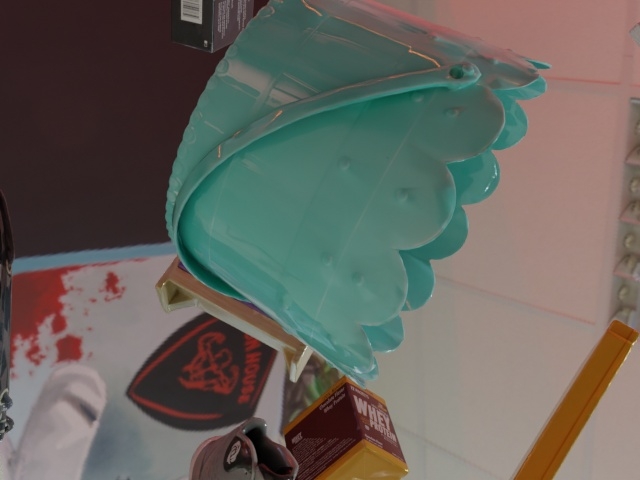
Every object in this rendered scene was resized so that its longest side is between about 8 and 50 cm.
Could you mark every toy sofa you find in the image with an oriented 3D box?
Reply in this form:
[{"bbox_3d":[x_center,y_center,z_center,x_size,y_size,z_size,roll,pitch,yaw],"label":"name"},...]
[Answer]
[{"bbox_3d":[-0.160,0.137,1.639,0.363,0.177,0.150,27,-25,10],"label":"toy sofa"}]

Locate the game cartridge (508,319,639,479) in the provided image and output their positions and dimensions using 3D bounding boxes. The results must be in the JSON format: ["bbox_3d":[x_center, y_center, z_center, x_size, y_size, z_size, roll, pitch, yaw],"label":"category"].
[{"bbox_3d":[0.341,0.281,1.084,0.053,0.285,0.323,33,-18,19],"label":"game cartridge"}]

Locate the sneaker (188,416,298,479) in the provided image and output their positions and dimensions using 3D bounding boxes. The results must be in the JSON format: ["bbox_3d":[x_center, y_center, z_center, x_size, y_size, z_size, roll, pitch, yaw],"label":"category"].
[{"bbox_3d":[-0.071,0.269,0.698,0.132,0.086,0.228,-45,-140,37],"label":"sneaker"}]

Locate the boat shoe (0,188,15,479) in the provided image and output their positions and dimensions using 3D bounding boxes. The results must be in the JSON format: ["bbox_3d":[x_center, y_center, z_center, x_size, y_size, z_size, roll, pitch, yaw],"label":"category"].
[{"bbox_3d":[-0.352,0.148,0.643,0.156,0.187,0.500,-120,-141,-72],"label":"boat shoe"}]

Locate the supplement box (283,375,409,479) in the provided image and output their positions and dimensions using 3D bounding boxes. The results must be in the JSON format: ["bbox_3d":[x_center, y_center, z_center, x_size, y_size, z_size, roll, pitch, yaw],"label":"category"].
[{"bbox_3d":[0.045,0.418,1.514,0.191,0.129,0.194,-44,-149,17],"label":"supplement box"}]

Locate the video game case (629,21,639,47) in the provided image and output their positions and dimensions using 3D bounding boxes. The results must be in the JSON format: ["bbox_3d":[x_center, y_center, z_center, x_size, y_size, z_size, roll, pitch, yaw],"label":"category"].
[{"bbox_3d":[0.596,-0.223,1.095,0.285,0.204,0.025,58,-29,11],"label":"video game case"}]

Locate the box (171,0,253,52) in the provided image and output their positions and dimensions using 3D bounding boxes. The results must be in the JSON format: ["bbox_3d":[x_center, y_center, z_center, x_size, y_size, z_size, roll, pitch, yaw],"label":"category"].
[{"bbox_3d":[-0.195,-0.446,1.384,0.093,0.158,0.156,18,-58,17],"label":"box"}]

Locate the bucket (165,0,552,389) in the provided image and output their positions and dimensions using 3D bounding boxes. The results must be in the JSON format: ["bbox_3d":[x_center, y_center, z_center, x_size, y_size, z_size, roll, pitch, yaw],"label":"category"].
[{"bbox_3d":[0.026,-0.047,0.577,0.183,0.281,0.281,30,-50,13],"label":"bucket"}]
